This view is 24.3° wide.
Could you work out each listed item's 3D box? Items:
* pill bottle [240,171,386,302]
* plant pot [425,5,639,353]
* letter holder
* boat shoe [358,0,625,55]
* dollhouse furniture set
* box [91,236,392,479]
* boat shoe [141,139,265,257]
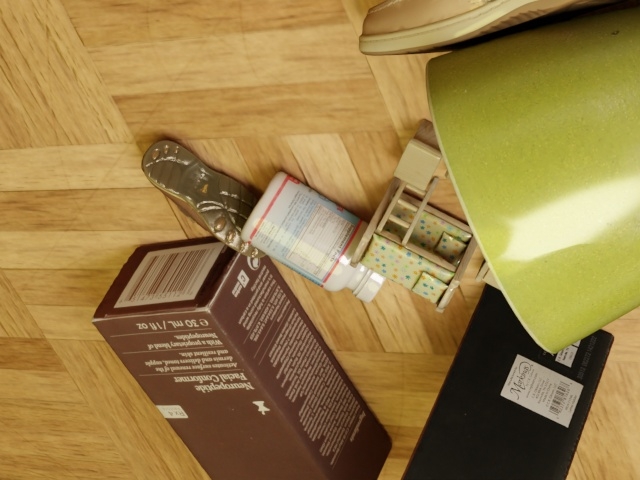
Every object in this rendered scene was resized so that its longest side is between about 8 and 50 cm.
[{"bbox_3d":[0.000,0.000,1.613,0.160,0.087,0.087,31,141,-3],"label":"pill bottle"},{"bbox_3d":[0.277,-0.087,1.239,0.293,0.275,0.275,-24,121,17],"label":"plant pot"},{"bbox_3d":[0.174,0.237,1.592,0.152,0.302,0.214,25,141,5],"label":"letter holder"},{"bbox_3d":[0.165,-0.234,1.264,0.341,0.121,0.110,-13,90,43],"label":"boat shoe"},{"bbox_3d":[0.144,-0.006,1.509,0.182,0.101,0.161,27,141,3],"label":"dollhouse furniture set"},{"bbox_3d":[-0.090,0.177,1.818,0.191,0.143,0.381,-8,130,36],"label":"box"},{"bbox_3d":[-0.125,-0.047,1.668,0.178,0.064,0.060,39,170,-9],"label":"boat shoe"}]
